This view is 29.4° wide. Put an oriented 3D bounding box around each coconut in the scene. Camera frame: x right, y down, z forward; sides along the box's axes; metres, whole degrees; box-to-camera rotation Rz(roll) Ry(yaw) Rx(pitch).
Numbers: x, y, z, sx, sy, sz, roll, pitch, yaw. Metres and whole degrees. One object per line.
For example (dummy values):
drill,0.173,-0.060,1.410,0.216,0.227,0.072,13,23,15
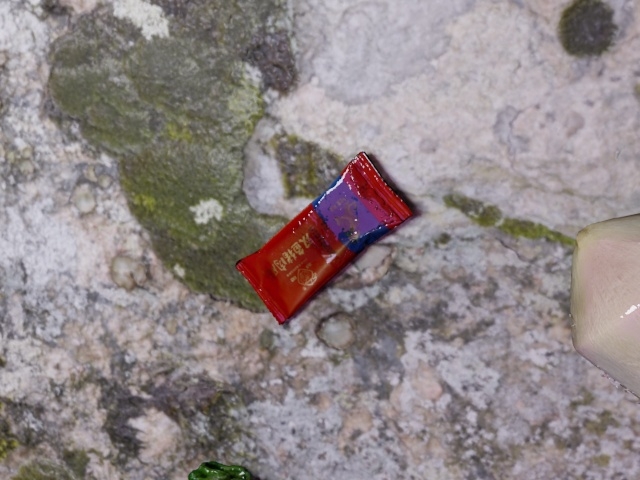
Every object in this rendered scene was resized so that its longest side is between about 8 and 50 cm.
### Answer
coconut,0.298,0.055,1.087,0.183,0.171,0.171,36,113,4

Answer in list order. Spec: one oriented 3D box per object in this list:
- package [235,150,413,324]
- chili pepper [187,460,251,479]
package,0.000,0.000,1.252,0.200,0.022,0.083,-41,88,26
chili pepper,-0.134,0.364,1.367,0.099,0.083,0.253,28,108,21
